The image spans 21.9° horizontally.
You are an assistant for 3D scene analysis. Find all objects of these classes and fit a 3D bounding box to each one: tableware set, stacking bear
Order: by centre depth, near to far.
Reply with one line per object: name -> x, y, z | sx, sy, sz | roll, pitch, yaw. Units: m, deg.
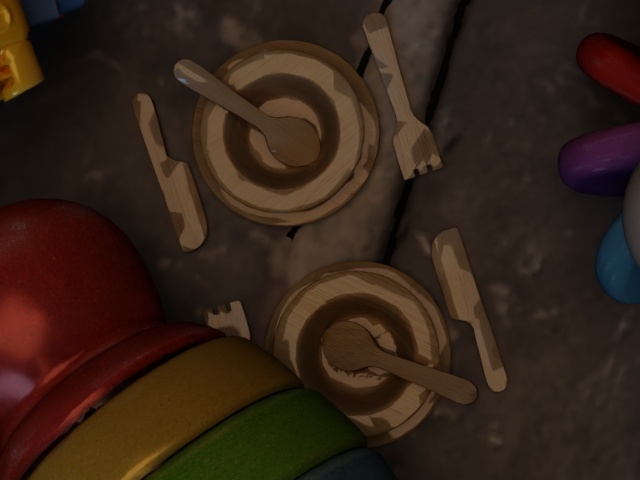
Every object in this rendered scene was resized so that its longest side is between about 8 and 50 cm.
stacking bear -> -0.067, 0.107, 0.696 | 0.164, 0.175, 0.289 | -44, 75, 12
tableware set -> 0.000, 0.000, 0.751 | 0.128, 0.039, 0.194 | -19, 85, 3

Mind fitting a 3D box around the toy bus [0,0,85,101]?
toy bus -> -0.202, -0.098, 0.716 | 0.211, 0.220, 0.149 | -24, 99, -28

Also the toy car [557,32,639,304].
toy car -> 0.166, -0.044, 0.703 | 0.136, 0.159, 0.182 | 4, 87, 39
